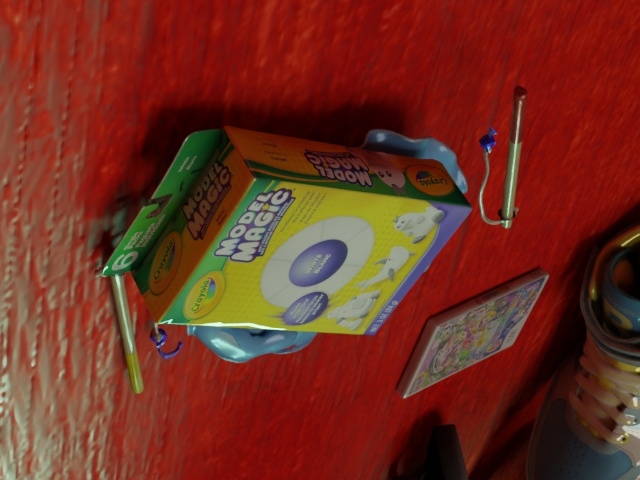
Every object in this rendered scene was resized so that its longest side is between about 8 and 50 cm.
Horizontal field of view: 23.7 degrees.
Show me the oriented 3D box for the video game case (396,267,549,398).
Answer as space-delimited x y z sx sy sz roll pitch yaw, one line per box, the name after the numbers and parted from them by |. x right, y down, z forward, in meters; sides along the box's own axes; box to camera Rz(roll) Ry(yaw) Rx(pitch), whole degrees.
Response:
0.117 0.071 1.169 0.122 0.011 0.087 -22 147 -35 | video game case

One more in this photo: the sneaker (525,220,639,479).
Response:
0.244 0.100 1.263 0.319 0.127 0.208 -59 152 12 | sneaker

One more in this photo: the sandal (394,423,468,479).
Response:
0.088 0.250 1.318 0.054 0.097 0.254 -4 142 -11 | sandal

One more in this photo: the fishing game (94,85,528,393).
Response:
0.000 0.000 0.877 0.264 0.041 0.189 -25 149 -12 | fishing game

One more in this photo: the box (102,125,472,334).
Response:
-0.017 -0.002 0.787 0.179 0.043 0.105 7 130 -40 | box
